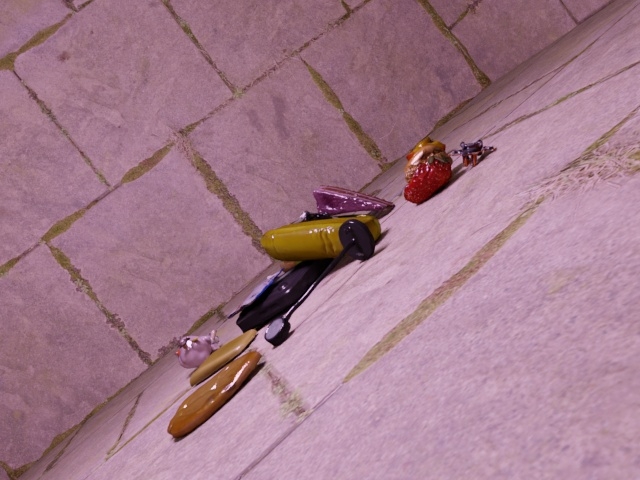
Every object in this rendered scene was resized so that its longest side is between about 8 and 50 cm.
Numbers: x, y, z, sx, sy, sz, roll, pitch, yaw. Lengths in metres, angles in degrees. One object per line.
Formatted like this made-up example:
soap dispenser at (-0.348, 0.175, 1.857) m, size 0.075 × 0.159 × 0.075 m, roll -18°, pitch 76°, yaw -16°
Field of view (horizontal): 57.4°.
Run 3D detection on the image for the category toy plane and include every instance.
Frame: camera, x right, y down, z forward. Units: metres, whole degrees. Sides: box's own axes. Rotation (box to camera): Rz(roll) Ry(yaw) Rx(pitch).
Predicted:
toy plane at (0.428, -0.254, 1.615) m, size 0.135 × 0.062 × 0.188 m, roll 0°, pitch 25°, yaw 34°

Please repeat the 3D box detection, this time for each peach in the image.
peach at (0.399, -0.325, 2.211) m, size 0.151 × 0.118 × 0.151 m, roll 0°, pitch 2°, yaw 0°

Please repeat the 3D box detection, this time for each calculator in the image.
calculator at (-0.275, 0.328, 1.679) m, size 0.236 × 0.033 × 0.157 m, roll -35°, pitch 5°, yaw 21°

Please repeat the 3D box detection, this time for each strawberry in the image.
strawberry at (0.295, -0.160, 1.627) m, size 0.146 × 0.082 × 0.187 m, roll -15°, pitch -28°, yaw -40°

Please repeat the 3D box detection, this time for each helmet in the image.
helmet at (-0.013, 0.006, 1.991) m, size 0.224 × 0.198 × 0.130 m, roll -61°, pitch -25°, yaw -44°

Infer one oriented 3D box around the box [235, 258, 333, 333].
box at (-0.107, 0.151, 1.806) m, size 0.289 × 0.073 × 0.290 m, roll -35°, pitch 7°, yaw 39°

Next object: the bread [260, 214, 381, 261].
bread at (0.000, 0.000, 1.714) m, size 0.384 × 0.112 × 0.166 m, roll -6°, pitch 9°, yaw 38°

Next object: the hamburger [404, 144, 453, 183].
hamburger at (0.318, -0.216, 1.741) m, size 0.147 × 0.083 × 0.138 m, roll 2°, pitch -49°, yaw -53°

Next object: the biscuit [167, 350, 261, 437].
biscuit at (-0.231, 0.327, 1.269) m, size 0.260 × 0.041 × 0.203 m, roll -41°, pitch 4°, yaw 3°

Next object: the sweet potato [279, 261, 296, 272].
sweet potato at (-0.044, 0.036, 2.364) m, size 0.286 × 0.085 × 0.112 m, roll -38°, pitch 0°, yaw 5°

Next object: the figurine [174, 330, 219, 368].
figurine at (-0.410, 0.365, 1.960) m, size 0.137 × 0.112 × 0.229 m, roll -30°, pitch -6°, yaw 15°

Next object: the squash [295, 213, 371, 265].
squash at (0.044, 0.020, 2.122) m, size 0.289 × 0.203 × 0.111 m, roll -3°, pitch 16°, yaw 14°

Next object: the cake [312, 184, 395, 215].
cake at (0.111, -0.124, 2.052) m, size 0.295 × 0.112 × 0.116 m, roll 8°, pitch 15°, yaw 28°

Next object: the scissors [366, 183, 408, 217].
scissors at (0.243, -0.135, 2.154) m, size 0.212 × 0.021 × 0.110 m, roll -39°, pitch 12°, yaw -4°

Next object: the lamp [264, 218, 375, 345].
lamp at (0.015, 0.117, 1.411) m, size 0.130 × 0.108 × 0.371 m, roll -13°, pitch 38°, yaw 52°

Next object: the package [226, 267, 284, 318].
package at (-0.197, 0.161, 1.790) m, size 0.173 × 0.027 × 0.171 m, roll -38°, pitch 5°, yaw 43°
